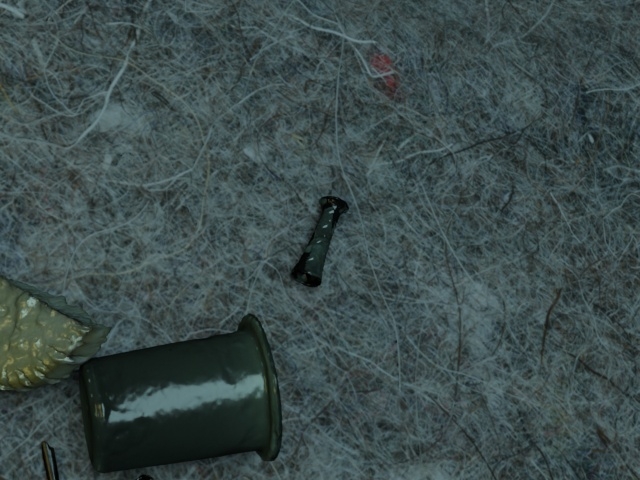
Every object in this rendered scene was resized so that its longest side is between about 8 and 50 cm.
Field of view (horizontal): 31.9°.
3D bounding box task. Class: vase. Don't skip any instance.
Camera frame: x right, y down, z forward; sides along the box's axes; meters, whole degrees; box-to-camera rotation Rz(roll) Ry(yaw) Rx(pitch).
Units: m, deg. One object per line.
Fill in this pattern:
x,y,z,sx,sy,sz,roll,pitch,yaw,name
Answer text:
0.000,0.000,2.044,0.059,0.059,0.167,26,63,-10,vase
-0.228,0.249,1.777,0.291,0.245,0.245,-5,72,-16,vase

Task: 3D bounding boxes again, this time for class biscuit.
-0.474,0.146,1.733,0.281,0.084,0.179,17,73,23,biscuit

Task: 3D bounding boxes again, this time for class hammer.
-0.410,0.401,1.755,0.065,0.021,0.178,-9,71,-24,hammer

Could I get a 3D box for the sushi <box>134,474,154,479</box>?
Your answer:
-0.276,0.426,1.753,0.084,0.094,0.098,-36,70,-29,sushi
